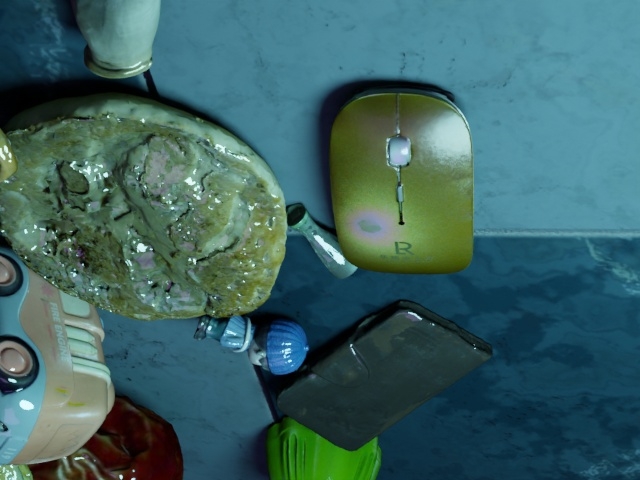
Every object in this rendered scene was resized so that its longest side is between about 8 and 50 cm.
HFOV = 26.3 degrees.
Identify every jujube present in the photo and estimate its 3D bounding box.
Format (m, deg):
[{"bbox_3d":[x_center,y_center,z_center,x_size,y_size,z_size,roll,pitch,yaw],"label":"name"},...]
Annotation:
[{"bbox_3d":[-0.391,0.336,2.024,0.377,0.276,0.276,17,146,18],"label":"jujube"}]

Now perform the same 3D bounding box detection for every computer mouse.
[{"bbox_3d":[0.095,-0.049,1.549,0.158,0.072,0.310,2,142,7],"label":"computer mouse"}]

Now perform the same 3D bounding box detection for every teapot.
[{"bbox_3d":[0.000,0.000,1.659,0.043,0.043,0.110,-21,130,35],"label":"teapot"}]

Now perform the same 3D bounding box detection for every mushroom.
[{"bbox_3d":[-0.179,-0.276,1.300,0.109,0.097,0.351,20,146,-9],"label":"mushroom"}]

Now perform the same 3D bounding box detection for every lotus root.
[{"bbox_3d":[-0.004,0.369,2.038,0.186,0.186,0.186,7,143,5],"label":"lotus root"}]

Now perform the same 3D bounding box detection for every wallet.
[{"bbox_3d":[0.077,0.189,1.873,0.165,0.042,0.309,30,133,-24],"label":"wallet"}]

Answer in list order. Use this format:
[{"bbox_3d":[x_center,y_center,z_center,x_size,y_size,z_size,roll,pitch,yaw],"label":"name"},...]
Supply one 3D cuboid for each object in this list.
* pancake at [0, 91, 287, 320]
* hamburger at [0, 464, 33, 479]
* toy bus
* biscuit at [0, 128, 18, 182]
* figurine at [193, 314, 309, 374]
[{"bbox_3d":[-0.217,-0.033,1.632,0.387,0.082,0.387,7,139,6],"label":"pancake"},{"bbox_3d":[-0.506,0.381,1.865,0.309,0.132,0.211,-16,97,32],"label":"hamburger"},{"bbox_3d":[-0.378,0.152,1.775,0.232,0.288,0.194,11,136,-35],"label":"toy bus"},{"bbox_3d":[-0.491,-0.128,1.570,0.339,0.047,0.216,-16,120,46],"label":"biscuit"},{"bbox_3d":[-0.089,0.129,1.830,0.149,0.086,0.087,23,119,1],"label":"figurine"}]
